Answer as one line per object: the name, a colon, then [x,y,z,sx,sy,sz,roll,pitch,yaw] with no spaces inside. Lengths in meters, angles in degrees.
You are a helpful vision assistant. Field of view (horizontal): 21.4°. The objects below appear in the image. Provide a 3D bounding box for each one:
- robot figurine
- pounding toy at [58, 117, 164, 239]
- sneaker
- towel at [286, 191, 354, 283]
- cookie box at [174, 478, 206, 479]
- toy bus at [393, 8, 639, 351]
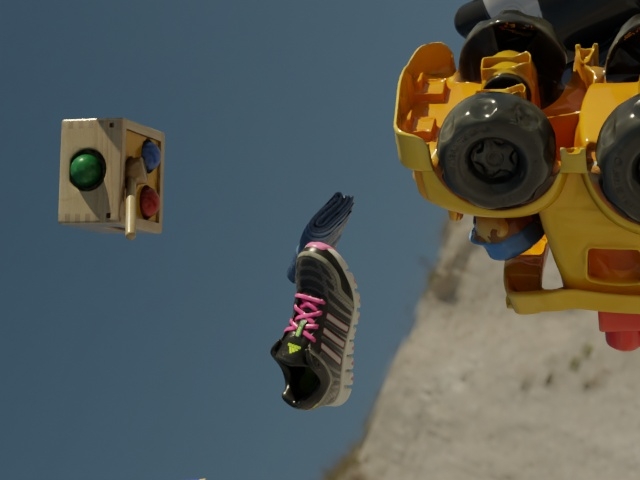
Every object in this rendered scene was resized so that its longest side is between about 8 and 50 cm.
robot figurine: [0.255,-0.248,1.534,0.173,0.278,0.209,-26,-85,-49]
pounding toy: [-0.211,-0.058,1.767,0.141,0.100,0.130,17,-107,-71]
sneaker: [-0.008,0.087,1.593,0.075,0.063,0.170,-23,-59,-47]
towel: [0.000,0.000,1.787,0.067,0.029,0.119,-46,-10,-30]
cookie box: [-0.198,0.323,2.043,0.092,0.107,0.040,-45,-50,-72]
toy bus: [0.162,-0.020,1.010,0.149,0.220,0.211,-71,-21,-55]
